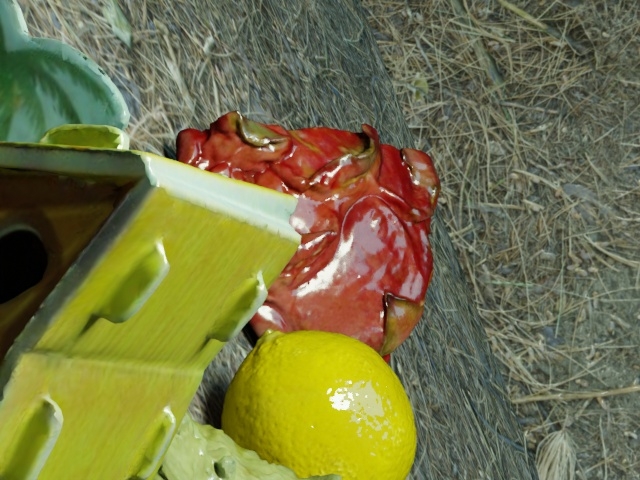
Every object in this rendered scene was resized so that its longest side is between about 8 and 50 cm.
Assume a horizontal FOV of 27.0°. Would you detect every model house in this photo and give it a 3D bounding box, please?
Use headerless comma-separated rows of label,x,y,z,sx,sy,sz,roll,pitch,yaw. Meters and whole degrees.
model house,-0.203,-0.012,0.550,0.340,0.323,0.300,69,15,15

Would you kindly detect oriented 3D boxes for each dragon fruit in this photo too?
dragon fruit,0.009,-0.003,1.450,0.329,0.228,0.286,51,22,-49

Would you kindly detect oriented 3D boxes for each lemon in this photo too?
lemon,-0.004,0.171,1.231,0.203,0.178,0.178,63,15,-4

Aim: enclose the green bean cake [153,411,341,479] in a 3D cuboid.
green bean cake,-0.117,0.145,0.789,0.236,0.233,0.124,58,11,-28
